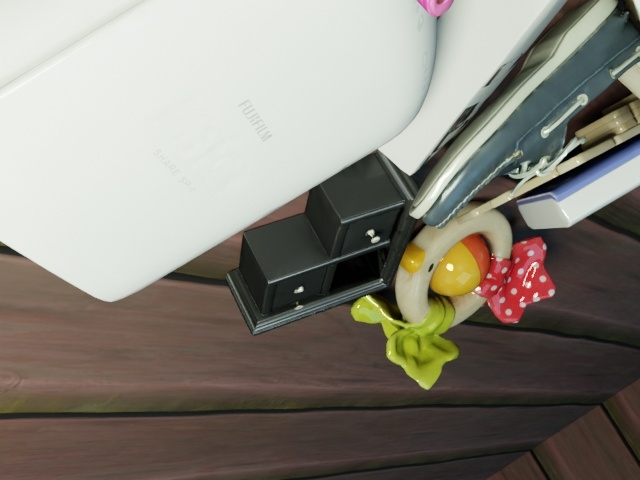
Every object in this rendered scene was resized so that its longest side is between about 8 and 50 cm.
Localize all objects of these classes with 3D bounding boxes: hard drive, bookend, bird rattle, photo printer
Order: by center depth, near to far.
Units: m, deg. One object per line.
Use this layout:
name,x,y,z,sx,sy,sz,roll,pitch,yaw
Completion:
photo printer,-0.072,-0.102,0.543,0.307,0.107,0.256,-30,153,2
bookend,0.000,0.000,0.834,0.156,0.072,0.157,-18,151,-21
hard drive,0.375,-0.111,0.957,0.318,0.040,0.210,-30,179,2
bird rattle,0.168,0.047,1.033,0.253,0.143,0.207,-25,137,-14

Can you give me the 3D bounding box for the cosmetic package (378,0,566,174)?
cosmetic package,0.129,-0.160,0.654,0.239,0.060,0.099,-53,175,40

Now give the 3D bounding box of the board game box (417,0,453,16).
board game box,0.218,-0.297,0.362,0.390,0.050,0.390,-26,156,-25

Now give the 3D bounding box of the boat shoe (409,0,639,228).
boat shoe,0.177,-0.098,0.742,0.254,0.079,0.095,-48,-172,-12

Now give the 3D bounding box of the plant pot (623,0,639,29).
plant pot,0.323,-0.210,0.755,0.096,0.109,0.109,-13,152,-2

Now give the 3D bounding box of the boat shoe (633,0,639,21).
boat shoe,0.285,-0.156,0.671,0.070,0.078,0.219,-20,150,23

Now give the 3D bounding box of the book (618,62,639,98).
book,0.350,-0.176,0.840,0.144,0.096,0.035,-20,149,-18

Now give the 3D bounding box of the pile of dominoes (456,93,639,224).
pile of dominoes,0.248,-0.094,0.881,0.251,0.040,0.196,-25,177,-37
